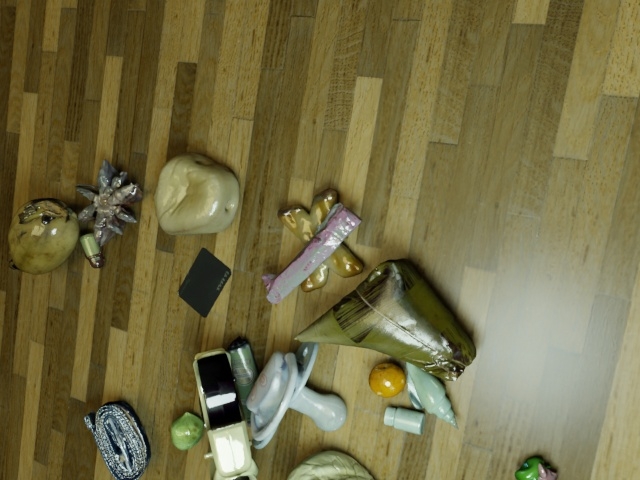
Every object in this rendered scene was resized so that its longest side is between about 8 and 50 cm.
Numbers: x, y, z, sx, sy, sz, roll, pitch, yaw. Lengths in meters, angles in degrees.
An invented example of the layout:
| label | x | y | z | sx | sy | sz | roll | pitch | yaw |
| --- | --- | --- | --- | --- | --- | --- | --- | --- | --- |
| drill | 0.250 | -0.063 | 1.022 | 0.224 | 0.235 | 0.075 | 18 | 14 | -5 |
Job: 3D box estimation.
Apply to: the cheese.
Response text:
| label | x | y | z | sx | sy | sz | roll | pitch | yaw |
| --- | --- | --- | --- | --- | --- | --- | --- | --- | --- |
| cheese | -0.315 | -0.113 | 1.354 | 0.235 | 0.117 | 0.218 | -28 | 80 | 19 |

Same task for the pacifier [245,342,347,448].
| label | x | y | z | sx | sy | sz | roll | pitch | yaw |
| --- | --- | --- | --- | --- | --- | --- | --- | --- | --- |
| pacifier | -0.040 | 0.361 | 1.229 | 0.226 | 0.238 | 0.287 | 26 | 101 | -10 |

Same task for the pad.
| label | x | y | z | sx | sy | sz | roll | pitch | yaw |
| --- | --- | --- | --- | --- | --- | --- | --- | --- | --- |
| pad | -0.303 | 0.110 | 1.421 | 0.112 | 0.003 | 0.157 | 36 | 106 | 17 |

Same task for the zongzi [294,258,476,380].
| label | x | y | z | sx | sy | sz | roll | pitch | yaw |
| --- | --- | --- | --- | --- | --- | --- | --- | --- | --- |
| zongzi | 0.135 | 0.220 | 1.143 | 0.300 | 0.145 | 0.274 | -39 | 78 | 8 |

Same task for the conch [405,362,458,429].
| label | x | y | z | sx | sy | sz | roll | pitch | yaw |
| --- | --- | --- | --- | --- | --- | --- | --- | --- | --- |
| conch | 0.235 | 0.329 | 1.173 | 0.065 | 0.088 | 0.180 | -28 | 69 | -21 |

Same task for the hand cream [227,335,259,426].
| label | x | y | z | sx | sy | sz | roll | pitch | yaw |
| --- | --- | --- | --- | --- | --- | --- | --- | --- | --- |
| hand cream | -0.177 | 0.353 | 1.356 | 0.086 | 0.055 | 0.235 | -13 | 95 | 26 |

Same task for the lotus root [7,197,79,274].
| label | x | y | z | sx | sy | sz | roll | pitch | yaw |
| --- | --- | --- | --- | --- | --- | --- | --- | --- | --- |
| lotus root | -0.797 | 0.006 | 1.546 | 0.310 | 0.183 | 0.183 | -43 | 76 | 32 |

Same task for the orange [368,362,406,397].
| label | x | y | z | sx | sy | sz | roll | pitch | yaw |
| --- | --- | --- | --- | --- | --- | --- | --- | --- | --- |
| orange | 0.145 | 0.305 | 1.192 | 0.083 | 0.083 | 0.070 | -16 | 102 | 24 |

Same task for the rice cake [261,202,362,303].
| label | x | y | z | sx | sy | sz | roll | pitch | yaw |
| --- | --- | --- | --- | --- | --- | --- | --- | --- | --- |
| rice cake | -0.028 | 0.030 | 1.220 | 0.290 | 0.051 | 0.081 | -44 | 77 | 22 |

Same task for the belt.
| label | x | y | z | sx | sy | sz | roll | pitch | yaw |
| --- | --- | --- | --- | --- | --- | --- | --- | --- | --- |
| belt | -0.538 | 0.541 | 1.489 | 0.122 | 0.128 | 0.218 | -24 | 84 | -15 |

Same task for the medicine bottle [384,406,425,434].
| label | x | y | z | sx | sy | sz | roll | pitch | yaw |
| --- | --- | --- | --- | --- | --- | --- | --- | --- | --- |
| medicine bottle | 0.185 | 0.393 | 1.199 | 0.083 | 0.047 | 0.047 | 7 | 96 | 24 |

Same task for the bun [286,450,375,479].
| label | x | y | z | sx | sy | sz | roll | pitch | yaw |
| --- | --- | --- | --- | --- | --- | --- | --- | --- | --- |
| bun | 0.039 | 0.566 | 1.175 | 0.145 | 0.229 | 0.229 | -36 | 78 | 43 |

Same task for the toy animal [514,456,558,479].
| label | x | y | z | sx | sy | sz | roll | pitch | yaw |
| --- | --- | --- | --- | --- | --- | --- | --- | --- | --- |
| toy animal | 0.456 | 0.534 | 1.061 | 0.208 | 0.103 | 0.100 | 61 | 155 | 6 |

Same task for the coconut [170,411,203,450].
| label | x | y | z | sx | sy | sz | roll | pitch | yaw |
| --- | --- | --- | --- | --- | --- | --- | --- | --- | --- |
| coconut | -0.345 | 0.490 | 1.415 | 0.088 | 0.088 | 0.096 | 7 | 103 | 23 |

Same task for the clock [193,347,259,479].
| label | x | y | z | sx | sy | sz | roll | pitch | yaw |
| --- | --- | --- | --- | --- | --- | --- | --- | --- | --- |
| clock | -0.219 | 0.446 | 1.278 | 0.120 | 0.276 | 0.379 | -9 | 84 | -15 |

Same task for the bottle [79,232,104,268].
| label | x | y | z | sx | sy | sz | roll | pitch | yaw |
| --- | --- | --- | --- | --- | --- | --- | --- | --- | --- |
| bottle | -0.643 | 0.032 | 1.545 | 0.063 | 0.047 | 0.101 | -23 | 88 | 51 |

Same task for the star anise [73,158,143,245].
| label | x | y | z | sx | sy | sz | roll | pitch | yaw |
| --- | --- | --- | --- | --- | --- | --- | --- | --- | --- |
| star anise | -0.568 | -0.106 | 1.476 | 0.236 | 0.093 | 0.229 | -11 | 89 | 25 |

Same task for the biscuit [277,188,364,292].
| label | x | y | z | sx | sy | sz | roll | pitch | yaw |
| --- | --- | --- | --- | --- | --- | --- | --- | --- | --- |
| biscuit | -0.001 | 0.000 | 1.259 | 0.164 | 0.047 | 0.208 | -21 | 85 | 26 |
